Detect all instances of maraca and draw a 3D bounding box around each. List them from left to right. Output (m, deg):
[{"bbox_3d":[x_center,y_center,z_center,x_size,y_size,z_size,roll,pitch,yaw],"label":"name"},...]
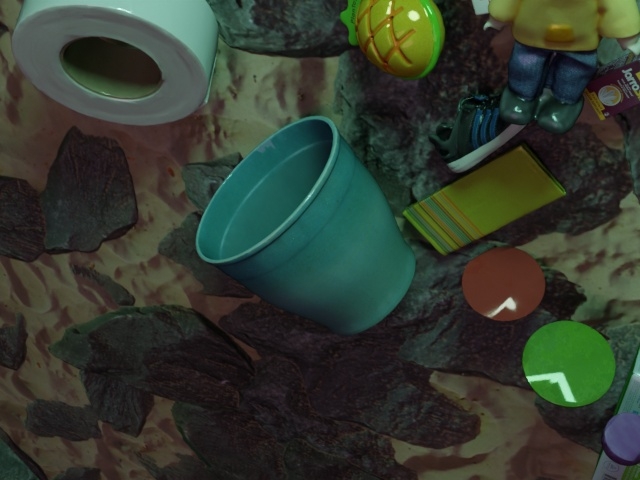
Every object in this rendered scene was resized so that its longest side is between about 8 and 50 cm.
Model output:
[{"bbox_3d":[0.088,-0.280,1.223,0.185,0.099,0.127,37,134,38],"label":"maraca"}]

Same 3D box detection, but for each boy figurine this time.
[{"bbox_3d":[0.272,-0.248,1.043,0.177,0.092,0.285,18,147,14],"label":"boy figurine"}]

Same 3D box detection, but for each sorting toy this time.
[{"bbox_3d":[0.339,0.178,1.377,0.365,0.127,0.126,54,170,25],"label":"sorting toy"}]

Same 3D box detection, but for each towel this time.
[{"bbox_3d":[0.234,-0.056,1.372,0.102,0.021,0.237,44,135,-15],"label":"towel"}]

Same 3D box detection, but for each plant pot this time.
[{"bbox_3d":[0.000,0.000,1.406,0.271,0.272,0.255,-20,127,41],"label":"plant pot"}]

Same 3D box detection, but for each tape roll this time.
[{"bbox_3d":[-0.291,-0.284,1.364,0.286,0.100,0.286,5,153,3],"label":"tape roll"}]

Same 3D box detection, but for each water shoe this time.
[{"bbox_3d":[0.219,-0.163,1.251,0.080,0.073,0.203,44,135,-4],"label":"water shoe"}]

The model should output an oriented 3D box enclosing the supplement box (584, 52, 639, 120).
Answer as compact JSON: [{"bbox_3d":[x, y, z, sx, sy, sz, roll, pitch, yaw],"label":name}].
[{"bbox_3d":[0.370,-0.191,1.152,0.083,0.043,0.055,-24,109,42],"label":"supplement box"}]

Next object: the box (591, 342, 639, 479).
[{"bbox_3d":[0.547,0.284,1.378,0.231,0.127,0.262,18,133,18],"label":"box"}]

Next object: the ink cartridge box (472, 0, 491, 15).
[{"bbox_3d":[0.229,-0.336,1.103,0.198,0.067,0.115,-4,124,34],"label":"ink cartridge box"}]
